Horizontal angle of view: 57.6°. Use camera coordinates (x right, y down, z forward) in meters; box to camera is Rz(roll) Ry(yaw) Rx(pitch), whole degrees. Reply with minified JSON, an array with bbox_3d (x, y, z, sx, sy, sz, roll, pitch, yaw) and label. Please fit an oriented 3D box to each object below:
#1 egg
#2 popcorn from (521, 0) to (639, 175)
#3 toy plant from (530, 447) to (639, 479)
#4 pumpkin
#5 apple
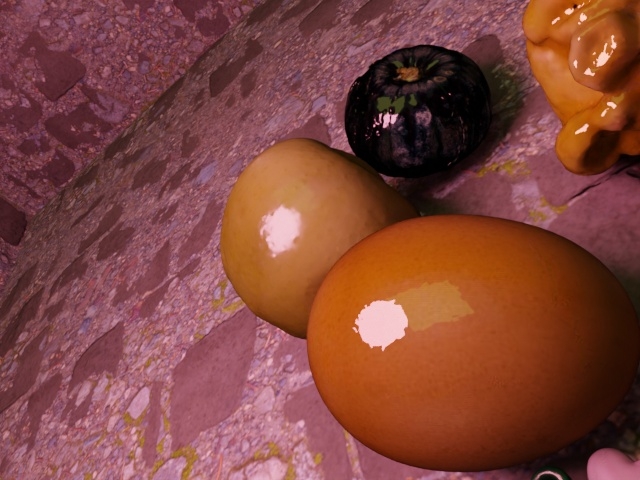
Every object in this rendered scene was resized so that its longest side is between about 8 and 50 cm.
[{"bbox_3d":[0.137,0.098,0.579,0.322,0.250,0.250,-7,51,33],"label":"egg"},{"bbox_3d":[0.373,-0.229,0.612,0.297,0.316,0.281,-18,15,-2],"label":"popcorn"},{"bbox_3d":[0.219,0.281,0.428,0.233,0.112,0.243,-49,38,1],"label":"toy plant"},{"bbox_3d":[0.149,-0.199,0.910,0.232,0.163,0.233,-12,40,10],"label":"pumpkin"},{"bbox_3d":[0.000,0.000,0.831,0.254,0.292,0.292,-52,33,8],"label":"apple"}]
